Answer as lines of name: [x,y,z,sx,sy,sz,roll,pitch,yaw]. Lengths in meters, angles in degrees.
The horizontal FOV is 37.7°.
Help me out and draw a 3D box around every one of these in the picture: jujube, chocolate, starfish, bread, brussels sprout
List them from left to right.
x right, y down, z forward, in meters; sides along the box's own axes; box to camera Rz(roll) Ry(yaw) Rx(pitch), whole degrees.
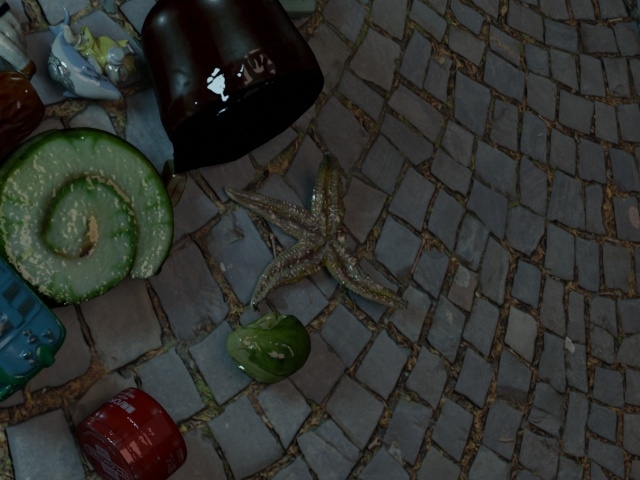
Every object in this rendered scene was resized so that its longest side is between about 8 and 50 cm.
jujube: [-0.635,-0.221,1.701,0.255,0.190,0.190,-30,98,-18]
bread: [-0.468,-0.032,1.819,0.382,0.129,0.366,32,63,-26]
bread: [-0.310,-0.129,1.990,0.043,0.062,0.108,15,68,-30]
chocolate: [-0.219,-0.375,1.957,0.384,0.383,0.331,-28,81,-35]
brussels sprout: [-0.106,0.232,2.005,0.183,0.131,0.145,-21,87,-33]
starfish: [-0.005,-0.003,2.133,0.384,0.132,0.398,-11,100,-27]

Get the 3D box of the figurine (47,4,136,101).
figurine: [-0.469,-0.371,1.897,0.184,0.128,0.208,-35,96,-37]

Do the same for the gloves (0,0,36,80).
gloves: [-0.626,-0.396,1.779,0.219,0.131,0.140,32,29,6]

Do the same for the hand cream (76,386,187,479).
hand cream: [-0.356,0.384,1.768,0.125,0.193,0.193,-37,101,-37]

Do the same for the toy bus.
toy bus: [-0.607,0.119,1.630,0.343,0.199,0.183,52,46,-20]

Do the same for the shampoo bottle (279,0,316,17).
shampoo bottle: [-0.181,-0.584,2.166,0.360,0.078,0.134,-9,81,-35]
